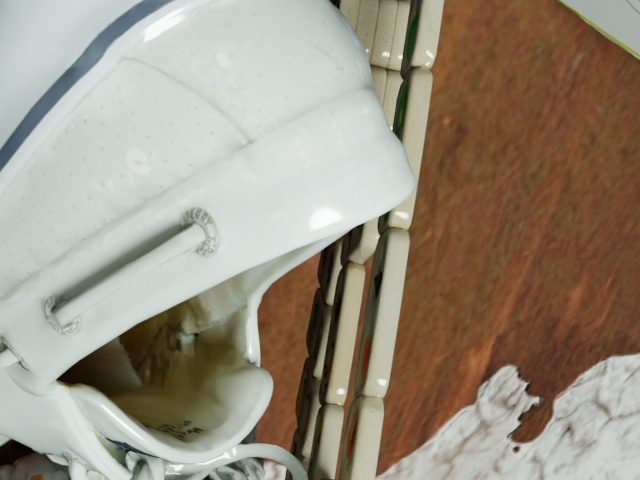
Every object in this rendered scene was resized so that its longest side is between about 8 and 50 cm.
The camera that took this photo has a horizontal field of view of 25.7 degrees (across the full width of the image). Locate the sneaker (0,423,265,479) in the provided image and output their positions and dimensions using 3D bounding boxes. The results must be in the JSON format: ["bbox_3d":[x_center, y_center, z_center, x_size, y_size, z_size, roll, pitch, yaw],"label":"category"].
[{"bbox_3d":[-0.064,0.113,0.624,0.121,0.262,0.099,-40,111,-21],"label":"sneaker"}]

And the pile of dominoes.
[{"bbox_3d":[0.000,0.000,0.570,0.040,0.196,0.251,11,79,-7],"label":"pile of dominoes"}]

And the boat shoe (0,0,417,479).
[{"bbox_3d":[-0.071,0.041,0.495,0.136,0.156,0.367,-27,170,-39],"label":"boat shoe"}]

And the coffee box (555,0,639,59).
[{"bbox_3d":[0.380,-0.169,0.659,0.338,0.338,0.334,2,121,-39],"label":"coffee box"}]
